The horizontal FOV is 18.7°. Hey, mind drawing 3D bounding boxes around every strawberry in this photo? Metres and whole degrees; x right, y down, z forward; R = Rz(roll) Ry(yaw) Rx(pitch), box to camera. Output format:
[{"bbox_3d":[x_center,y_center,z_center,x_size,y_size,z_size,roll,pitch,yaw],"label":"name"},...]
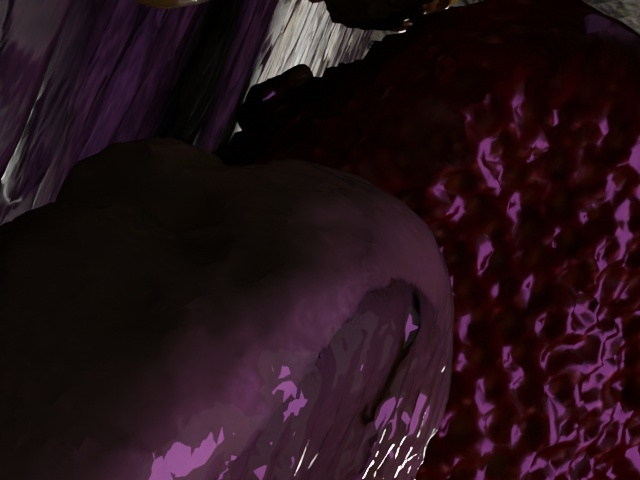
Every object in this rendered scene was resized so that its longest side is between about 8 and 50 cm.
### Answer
[{"bbox_3d":[0.068,0.020,1.004,0.267,0.312,0.351,-95,-152,-48],"label":"strawberry"}]

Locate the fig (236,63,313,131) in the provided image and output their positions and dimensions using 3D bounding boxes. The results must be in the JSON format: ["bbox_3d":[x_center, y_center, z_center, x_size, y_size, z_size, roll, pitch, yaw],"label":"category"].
[{"bbox_3d":[0.007,0.016,1.306,0.235,0.214,0.235,-23,-129,32],"label":"fig"}]

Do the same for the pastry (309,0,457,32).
[{"bbox_3d":[0.043,-0.174,0.950,0.154,0.102,0.250,-53,175,7],"label":"pastry"}]

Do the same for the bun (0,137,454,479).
[{"bbox_3d":[-0.068,0.067,0.435,0.237,0.116,0.210,-17,139,-58],"label":"bun"}]

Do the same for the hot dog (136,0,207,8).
[{"bbox_3d":[-0.035,-0.092,0.394,0.188,0.055,0.072,103,6,-84],"label":"hot dog"}]
